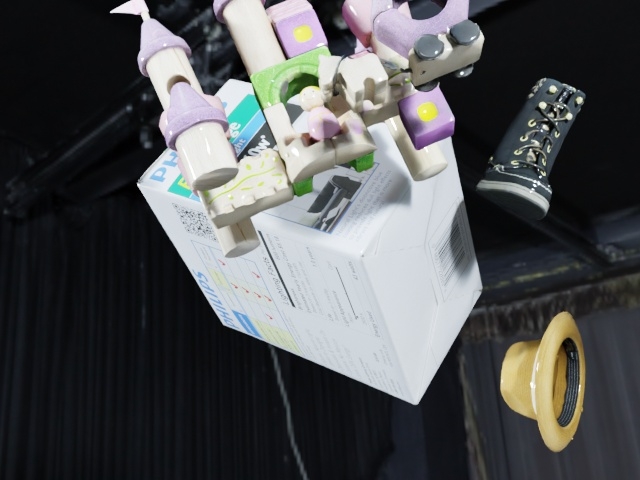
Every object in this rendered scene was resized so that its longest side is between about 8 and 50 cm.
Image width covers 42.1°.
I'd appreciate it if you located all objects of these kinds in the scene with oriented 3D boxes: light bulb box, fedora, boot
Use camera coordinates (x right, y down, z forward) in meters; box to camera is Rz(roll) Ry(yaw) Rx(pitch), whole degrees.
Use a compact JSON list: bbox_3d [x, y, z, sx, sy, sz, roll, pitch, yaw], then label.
[{"bbox_3d":[0.000,0.000,1.176,0.361,0.225,0.358,19,-31,31],"label":"light bulb box"},{"bbox_3d":[0.288,0.182,1.089,0.079,0.194,0.194,0,-17,32],"label":"fedora"},{"bbox_3d":[0.275,-0.123,1.066,0.085,0.178,0.236,28,6,0],"label":"boot"}]

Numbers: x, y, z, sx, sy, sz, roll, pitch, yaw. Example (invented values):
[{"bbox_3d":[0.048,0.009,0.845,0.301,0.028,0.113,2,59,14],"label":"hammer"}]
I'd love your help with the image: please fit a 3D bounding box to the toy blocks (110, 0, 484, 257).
[{"bbox_3d":[-0.034,-0.178,0.801,0.289,0.260,0.309,-22,-15,-3],"label":"toy blocks"}]
